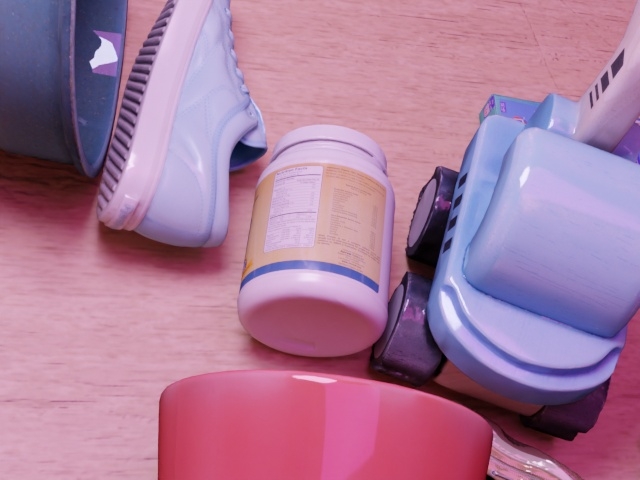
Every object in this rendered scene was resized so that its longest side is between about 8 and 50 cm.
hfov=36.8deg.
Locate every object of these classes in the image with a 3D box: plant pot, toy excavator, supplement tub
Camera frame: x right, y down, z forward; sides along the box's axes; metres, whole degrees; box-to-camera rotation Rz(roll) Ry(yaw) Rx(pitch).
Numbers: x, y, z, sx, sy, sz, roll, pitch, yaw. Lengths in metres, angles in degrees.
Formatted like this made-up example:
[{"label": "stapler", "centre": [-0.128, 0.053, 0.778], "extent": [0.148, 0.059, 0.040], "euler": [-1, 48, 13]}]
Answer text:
[{"label": "plant pot", "centre": [-0.010, 0.254, 0.749], "extent": [0.274, 0.275, 0.243], "euler": [11, 67, -11]}, {"label": "toy excavator", "centre": [0.254, -0.081, 0.903], "extent": [0.222, 0.445, 0.433], "euler": [22, 56, -4]}, {"label": "supplement tub", "centre": [0.000, 0.000, 0.956], "extent": [0.144, 0.144, 0.200], "euler": [13, 57, -9]}, {"label": "plant pot", "centre": [-0.367, -0.243, 0.901], "extent": [0.334, 0.341, 0.341], "euler": [5, 58, -4]}]

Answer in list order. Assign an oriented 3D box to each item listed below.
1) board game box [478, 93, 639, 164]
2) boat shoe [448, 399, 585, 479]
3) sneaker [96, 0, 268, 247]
[{"label": "board game box", "centre": [0.303, -0.087, 1.161], "extent": [0.210, 0.047, 0.160], "euler": [8, 58, -13]}, {"label": "boat shoe", "centre": [0.184, 0.234, 0.928], "extent": [0.190, 0.068, 0.072], "euler": [30, 68, 13]}, {"label": "sneaker", "centre": [-0.127, -0.144, 1.031], "extent": [0.150, 0.135, 0.366], "euler": [25, 57, -23]}]
